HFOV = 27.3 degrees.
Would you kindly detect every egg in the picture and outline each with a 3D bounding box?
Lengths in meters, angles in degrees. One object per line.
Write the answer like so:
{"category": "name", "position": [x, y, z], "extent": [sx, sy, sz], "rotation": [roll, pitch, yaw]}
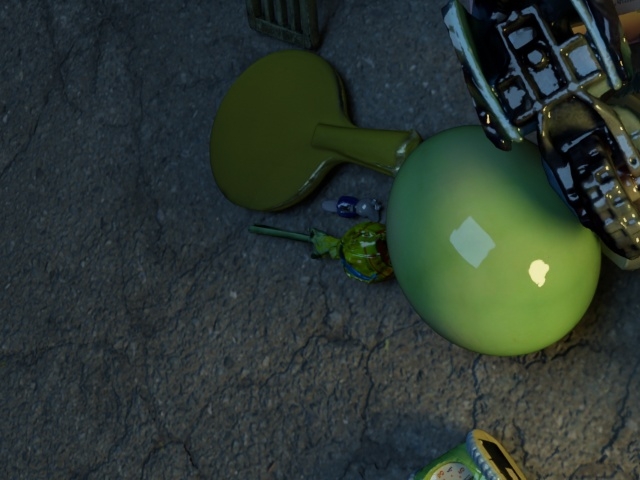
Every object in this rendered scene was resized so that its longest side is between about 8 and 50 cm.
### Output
{"category": "egg", "position": [0.182, -0.002, 1.420], "extent": [0.220, 0.220, 0.269], "rotation": [-47, 50, 20]}

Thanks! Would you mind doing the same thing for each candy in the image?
{"category": "candy", "position": [-0.001, 0.003, 1.665], "extent": [0.262, 0.073, 0.077], "rotation": [11, 114, 45]}

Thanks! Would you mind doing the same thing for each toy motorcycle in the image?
{"category": "toy motorcycle", "position": [0.242, -0.172, 1.323], "extent": [0.172, 0.232, 0.416], "rotation": [-31, 77, 18]}

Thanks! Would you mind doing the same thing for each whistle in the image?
{"category": "whistle", "position": [0.039, -0.040, 1.660], "extent": [0.083, 0.029, 0.033], "rotation": [6, 102, 31]}

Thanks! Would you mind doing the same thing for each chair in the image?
{"category": "chair", "position": [-0.022, -0.413, 1.742], "extent": [0.136, 0.147, 0.270], "rotation": [25, 139, 40]}

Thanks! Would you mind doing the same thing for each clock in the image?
{"category": "clock", "position": [0.155, 0.333, 1.446], "extent": [0.195, 0.100, 0.194], "rotation": [-48, 52, 16]}

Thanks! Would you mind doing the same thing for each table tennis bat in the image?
{"category": "table tennis bat", "position": [-0.010, -0.136, 1.708], "extent": [0.369, 0.054, 0.224], "rotation": [13, 85, 42]}

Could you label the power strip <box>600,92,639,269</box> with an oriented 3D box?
{"category": "power strip", "position": [0.332, -0.062, 1.386], "extent": [0.081, 0.035, 0.192], "rotation": [49, 135, 50]}

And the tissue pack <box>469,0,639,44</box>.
{"category": "tissue pack", "position": [0.294, -0.293, 1.481], "extent": [0.246, 0.092, 0.148], "rotation": [-11, 75, 35]}

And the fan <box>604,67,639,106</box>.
{"category": "fan", "position": [0.346, -0.119, 1.395], "extent": [0.240, 0.009, 0.131], "rotation": [-18, 76, 63]}
